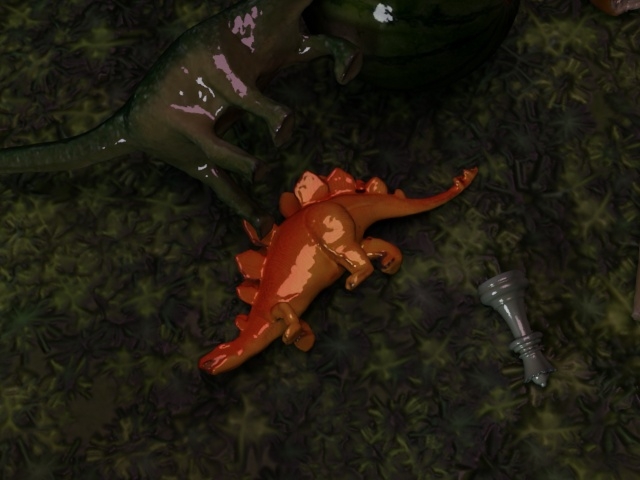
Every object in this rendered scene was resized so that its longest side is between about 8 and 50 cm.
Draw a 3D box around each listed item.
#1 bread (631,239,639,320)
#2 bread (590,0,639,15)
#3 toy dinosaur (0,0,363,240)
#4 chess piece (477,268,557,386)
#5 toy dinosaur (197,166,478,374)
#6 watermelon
[{"bbox_3d":[0.324,-0.016,0.930,0.139,0.060,0.178,6,69,8],"label":"bread"},{"bbox_3d":[0.258,-0.245,1.013,0.076,0.083,0.070,-17,59,-5],"label":"bread"},{"bbox_3d":[-0.133,-0.142,0.943,0.301,0.087,0.447,34,100,25],"label":"toy dinosaur"},{"bbox_3d":[0.159,0.073,0.926,0.042,0.042,0.093,-19,75,-2],"label":"chess piece"},{"bbox_3d":[0.000,0.000,0.955,0.288,0.070,0.117,-42,71,-16],"label":"toy dinosaur"},{"bbox_3d":[0.062,-0.222,0.971,0.214,0.188,0.188,22,72,32],"label":"watermelon"}]
